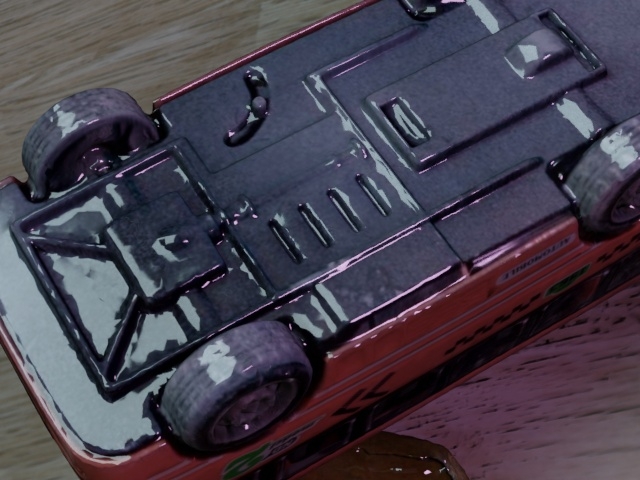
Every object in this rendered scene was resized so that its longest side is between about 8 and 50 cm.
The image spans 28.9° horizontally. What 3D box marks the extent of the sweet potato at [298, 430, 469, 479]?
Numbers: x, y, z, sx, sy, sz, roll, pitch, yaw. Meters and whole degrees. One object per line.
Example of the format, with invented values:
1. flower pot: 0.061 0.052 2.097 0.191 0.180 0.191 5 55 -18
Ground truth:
1. sweet potato: -0.042 0.177 0.821 0.285 0.085 0.112 -15 81 8

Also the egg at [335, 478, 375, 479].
1. egg: -0.015 0.239 0.659 0.186 0.186 0.253 28 75 45

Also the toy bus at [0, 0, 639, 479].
1. toy bus: 0.025 -0.006 0.734 0.427 0.233 0.203 -28 62 -15
